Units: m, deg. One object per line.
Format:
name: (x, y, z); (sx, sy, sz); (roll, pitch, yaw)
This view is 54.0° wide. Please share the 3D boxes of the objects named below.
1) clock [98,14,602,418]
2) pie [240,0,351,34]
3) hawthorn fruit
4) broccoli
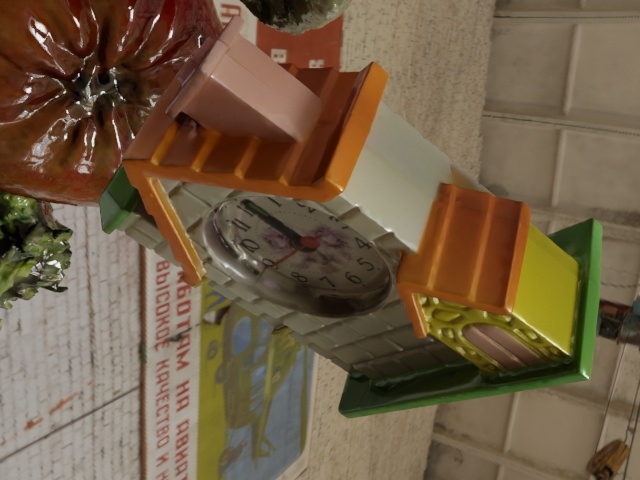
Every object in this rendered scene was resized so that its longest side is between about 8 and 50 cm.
clock: (0.000, 0.000, 0.396); (0.255, 0.106, 0.220); (34, -36, -20)
pie: (0.028, -0.325, 0.531); (0.339, 0.077, 0.338); (-34, -136, 40)
hawthorn fruit: (-0.325, -0.262, 0.818); (0.403, 0.403, 0.402); (9, -73, 30)
broccoli: (-0.514, 0.016, 0.889); (0.293, 0.348, 0.280); (-38, -130, 4)
